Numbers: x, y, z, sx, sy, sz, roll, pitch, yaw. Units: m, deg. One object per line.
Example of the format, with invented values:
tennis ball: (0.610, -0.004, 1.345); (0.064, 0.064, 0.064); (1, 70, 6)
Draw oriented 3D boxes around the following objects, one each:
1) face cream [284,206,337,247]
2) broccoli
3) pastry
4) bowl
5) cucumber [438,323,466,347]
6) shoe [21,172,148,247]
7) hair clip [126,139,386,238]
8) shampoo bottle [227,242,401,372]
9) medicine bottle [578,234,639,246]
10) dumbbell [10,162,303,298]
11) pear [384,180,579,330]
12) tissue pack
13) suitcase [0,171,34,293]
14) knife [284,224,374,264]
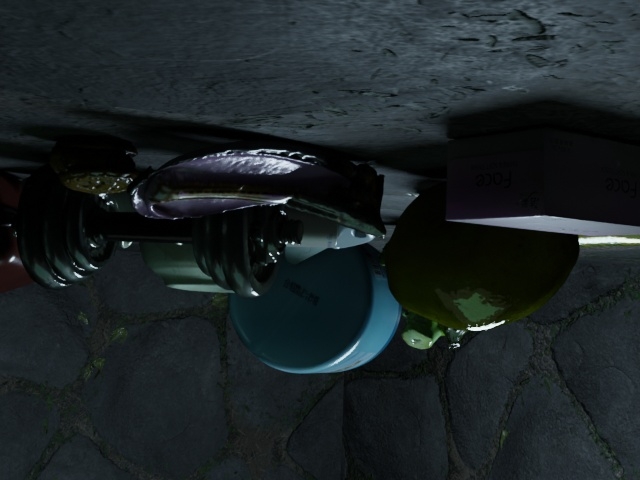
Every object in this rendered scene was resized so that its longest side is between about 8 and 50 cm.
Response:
face cream: (-0.095, -0.028, 1.848); (0.250, 0.077, 0.077); (2, 176, -4)
broccoli: (0.232, 0.089, 2.128); (0.269, 0.269, 0.254); (-1, 146, 41)
pastry: (-0.262, -0.090, 1.216); (0.109, 0.057, 0.097); (0, 171, -8)
bowl: (-0.214, 0.015, 2.027); (0.307, 0.163, 0.307); (3, 173, 0)
cucumber: (0.208, 0.045, 1.601); (0.134, 0.245, 0.134); (0, -178, 0)
shoe: (-0.314, -0.044, 1.516); (0.264, 0.110, 0.095); (-1, 177, 11)
hair clip: (-0.053, -0.062, 1.199); (0.358, 0.096, 0.110); (7, 173, -38)
shampoo bottle: (-0.005, 0.131, 2.315); (0.331, 0.331, 0.342); (1, 174, 14)
medicine bottle: (0.487, -0.029, 1.521); (0.308, 0.076, 0.111); (-1, -179, 45)
dumbbell: (-0.219, -0.016, 1.357); (0.406, 0.179, 0.179); (2, 176, 15)
pear: (0.212, 0.016, 1.376); (0.269, 0.213, 0.212); (-19, 167, 26)
tissue pack: (0.270, -0.056, 1.121); (0.246, 0.093, 0.148); (4, 177, -36)
suitcase: (-0.565, 0.011, 1.547); (0.297, 0.161, 0.236); (-19, 171, 4)
knife: (-0.001, -0.001, 2.010); (0.080, 0.044, 0.331); (28, 154, -24)
